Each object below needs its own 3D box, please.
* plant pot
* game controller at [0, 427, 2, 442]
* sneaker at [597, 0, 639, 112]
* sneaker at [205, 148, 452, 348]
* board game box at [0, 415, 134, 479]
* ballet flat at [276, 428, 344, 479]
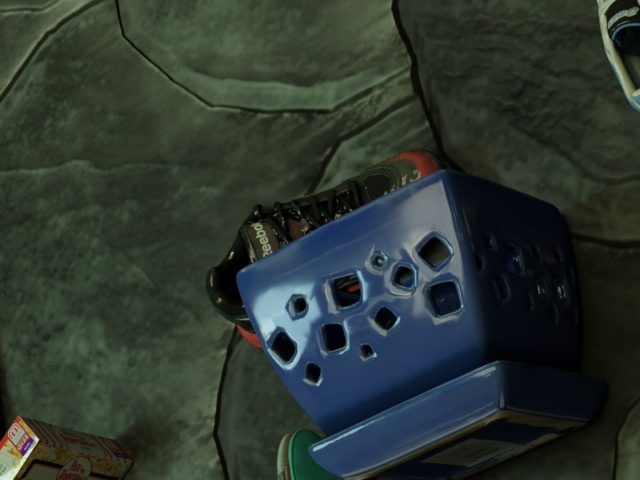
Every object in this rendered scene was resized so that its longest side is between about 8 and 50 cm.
[{"bbox_3d":[0.100,0.091,1.737,0.236,0.236,0.212,-28,68,27],"label":"plant pot"},{"bbox_3d":[-0.426,0.220,2.184,0.166,0.067,0.319,-28,61,27],"label":"game controller"},{"bbox_3d":[0.284,-0.214,1.783,0.085,0.086,0.237,-31,58,27],"label":"sneaker"},{"bbox_3d":[0.000,0.000,1.894,0.276,0.135,0.097,-37,55,21],"label":"sneaker"},{"bbox_3d":[-0.299,0.279,2.020,0.045,0.147,0.193,42,101,37],"label":"board game box"},{"bbox_3d":[0.005,0.280,1.848,0.079,0.077,0.221,-58,47,34],"label":"ballet flat"}]
